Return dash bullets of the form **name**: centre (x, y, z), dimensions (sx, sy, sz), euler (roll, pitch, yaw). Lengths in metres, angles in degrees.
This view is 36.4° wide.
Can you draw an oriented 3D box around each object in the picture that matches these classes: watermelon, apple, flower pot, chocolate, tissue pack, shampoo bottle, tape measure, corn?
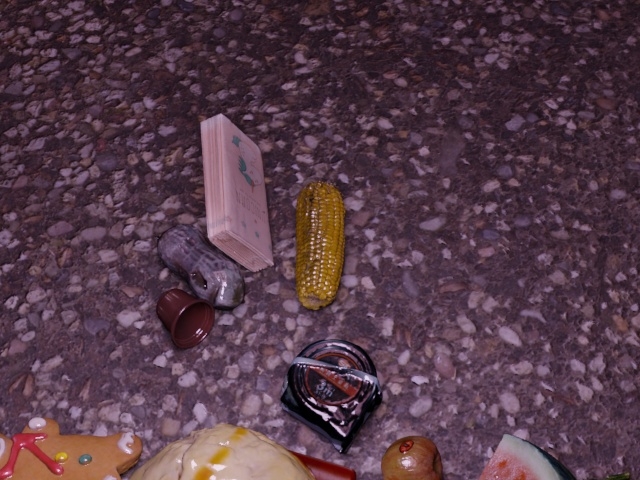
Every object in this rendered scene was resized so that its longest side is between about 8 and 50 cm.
- **watermelon**: centre (0.345, 0.472, 1.645), dimensions (0.292, 0.250, 0.283), euler (-20, 55, -18)
- **apple**: centre (0.166, 0.417, 1.759), dimensions (0.101, 0.126, 0.126), euler (-13, 52, 18)
- **flower pot**: centre (-0.280, 0.148, 1.950), dimensions (0.111, 0.111, 0.089), euler (-38, 49, -26)
- **chocolate**: centre (-0.244, 0.054, 2.013), dimensions (0.110, 0.110, 0.248), euler (-33, 62, -24)
- **tissue pack**: centre (-0.182, -0.104, 2.094), dimensions (0.071, 0.170, 0.326), euler (-24, 52, 21)
- **shampoo bottle**: centre (-0.017, 0.442, 1.761), dimensions (0.260, 0.064, 0.102), euler (14, 54, 8)
- **tape measure**: centre (0.025, 0.283, 1.855), dimensions (0.182, 0.107, 0.181), euler (34, 62, 20)
- **corn**: centre (0.000, 0.000, 2.061), dimensions (0.115, 0.115, 0.318), euler (1, 54, -2)

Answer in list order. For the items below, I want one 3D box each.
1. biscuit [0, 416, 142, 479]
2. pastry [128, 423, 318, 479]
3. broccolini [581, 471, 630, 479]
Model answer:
- **biscuit**: centre (-0.504, 0.398, 1.744), dimensions (0.339, 0.047, 0.216), euler (8, 34, 3)
- **pastry**: centre (-0.142, 0.487, 1.558), dimensions (0.388, 0.312, 0.389), euler (-3, 84, 26)
- **broccolini**: centre (0.514, 0.455, 1.803), dimensions (0.139, 0.030, 0.035), euler (-7, 63, -13)
